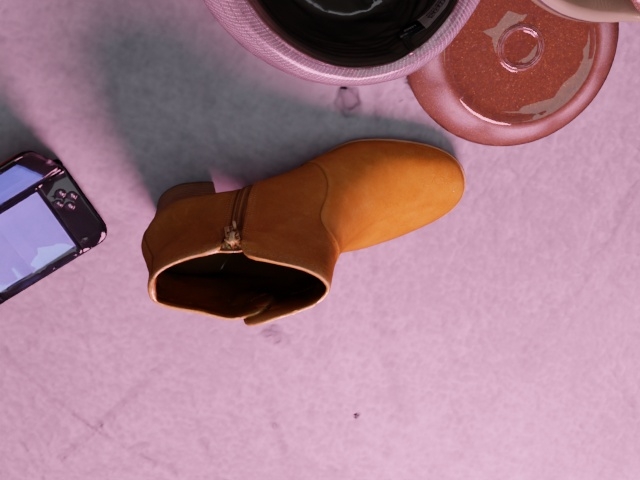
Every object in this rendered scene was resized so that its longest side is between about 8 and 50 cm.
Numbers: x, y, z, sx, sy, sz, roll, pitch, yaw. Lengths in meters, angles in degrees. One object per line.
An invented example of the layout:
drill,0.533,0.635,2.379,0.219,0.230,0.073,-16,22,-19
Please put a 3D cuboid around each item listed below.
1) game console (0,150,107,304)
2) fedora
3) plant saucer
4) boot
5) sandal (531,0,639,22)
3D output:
game console,-0.272,-0.004,1.143,0.144,0.085,0.124,-31,112,4
fedora,0.010,-0.261,1.066,0.244,0.124,0.275,-37,120,9
plant saucer,0.172,-0.173,1.174,0.199,0.036,0.198,-3,112,-8
boot,-0.001,-0.001,1.118,0.295,0.211,0.104,-7,112,-6
sandal,0.296,-0.230,1.127,0.303,0.086,0.120,13,85,-17
